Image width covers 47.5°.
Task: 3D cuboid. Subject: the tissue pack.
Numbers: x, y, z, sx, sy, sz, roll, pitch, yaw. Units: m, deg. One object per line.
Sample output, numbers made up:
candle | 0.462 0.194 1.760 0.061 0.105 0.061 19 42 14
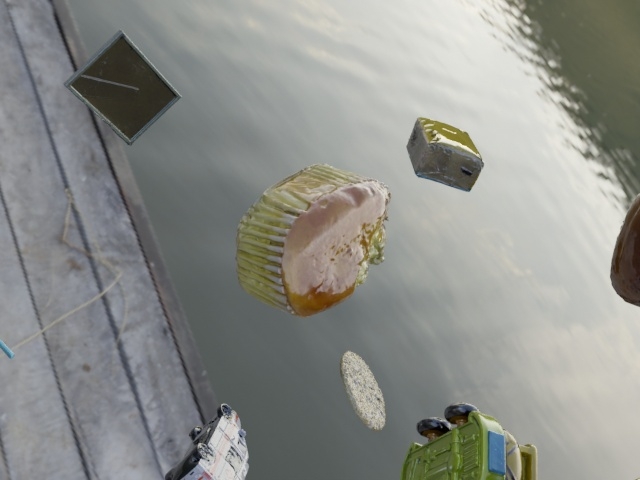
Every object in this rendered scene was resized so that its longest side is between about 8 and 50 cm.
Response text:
tissue pack | 0.238 -0.170 1.402 0.120 0.082 0.169 17 25 -8

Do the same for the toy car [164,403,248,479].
toy car | -0.171 0.362 1.194 0.108 0.089 0.209 44 17 -6

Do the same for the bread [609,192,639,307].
bread | 0.339 0.009 0.664 0.126 0.129 0.044 15 7 19

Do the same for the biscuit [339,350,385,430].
biscuit | 0.108 0.380 1.840 0.220 0.033 0.219 53 19 -27

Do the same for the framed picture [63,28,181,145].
framed picture | -0.278 -0.214 1.039 0.011 0.109 0.149 43 -4 37

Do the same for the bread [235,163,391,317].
bread | 0.000 0.000 1.042 0.250 0.133 0.178 -31 125 -40

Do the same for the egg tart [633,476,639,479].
egg tart | 0.405 0.446 0.984 0.291 0.107 0.290 -16 111 -48

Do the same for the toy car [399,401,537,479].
toy car | 0.234 0.379 1.152 0.142 0.248 0.200 23 55 -15

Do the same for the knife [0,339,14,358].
knife | -0.386 0.104 0.840 0.091 0.014 0.005 44 41 8
